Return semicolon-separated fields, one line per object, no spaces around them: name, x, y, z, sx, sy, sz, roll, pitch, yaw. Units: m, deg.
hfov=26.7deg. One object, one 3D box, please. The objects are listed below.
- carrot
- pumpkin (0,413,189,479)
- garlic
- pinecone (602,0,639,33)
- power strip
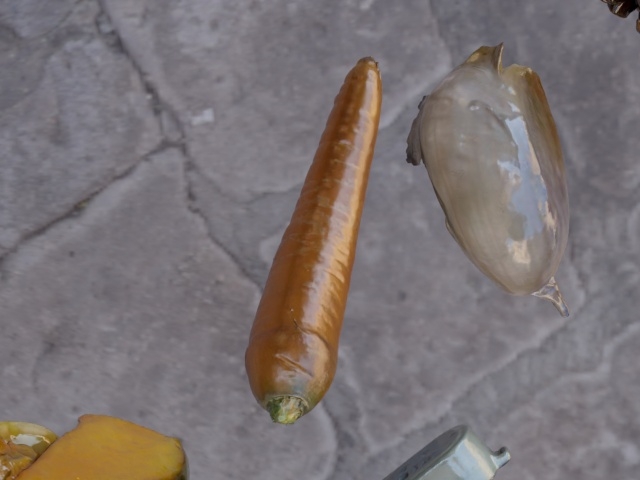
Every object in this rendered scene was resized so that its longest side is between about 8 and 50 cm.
carrot;0.000;0.000;0.894;0.066;0.062;0.271;52;43;-45
pumpkin;-0.213;0.221;0.744;0.303;0.225;0.256;12;121;-6
garlic;0.098;-0.026;0.695;0.084;0.066;0.152;-14;91;-34
pinecone;0.317;-0.229;1.057;0.185;0.212;0.168;-42;139;-23
power strip;0.022;0.236;1.023;0.286;0.080;0.048;-38;95;6
